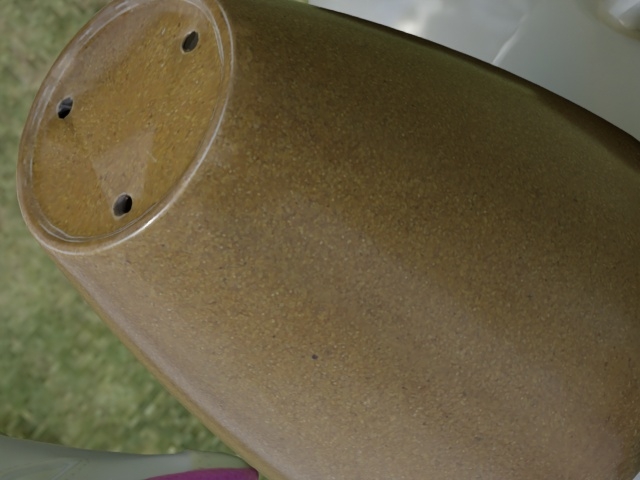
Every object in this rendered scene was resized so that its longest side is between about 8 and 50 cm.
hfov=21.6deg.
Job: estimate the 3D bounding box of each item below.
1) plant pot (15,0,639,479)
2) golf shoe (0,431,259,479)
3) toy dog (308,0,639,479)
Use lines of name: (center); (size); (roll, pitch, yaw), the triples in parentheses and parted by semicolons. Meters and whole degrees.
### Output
plant pot: (0.000, 0.000, 0.727); (0.237, 0.237, 0.254); (2, 160, 43)
golf shoe: (-0.070, 0.123, 0.269); (0.140, 0.306, 0.115); (-5, 121, 2)
toy dog: (0.145, -0.037, 0.966); (0.408, 0.395, 0.284); (59, 165, 29)
